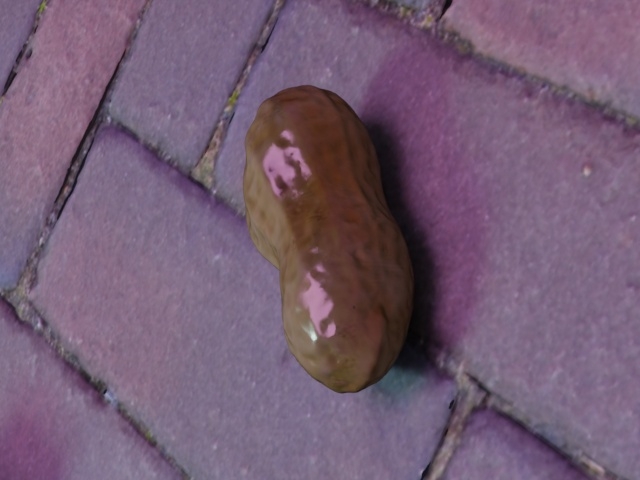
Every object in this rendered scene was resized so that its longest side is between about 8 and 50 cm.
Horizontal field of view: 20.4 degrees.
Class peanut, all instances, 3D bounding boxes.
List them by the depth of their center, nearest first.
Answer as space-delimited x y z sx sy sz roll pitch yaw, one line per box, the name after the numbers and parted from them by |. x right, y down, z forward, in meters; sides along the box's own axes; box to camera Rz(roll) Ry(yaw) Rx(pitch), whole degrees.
0.000 0.000 1.390 0.125 0.111 0.274 -45 43 36 | peanut
